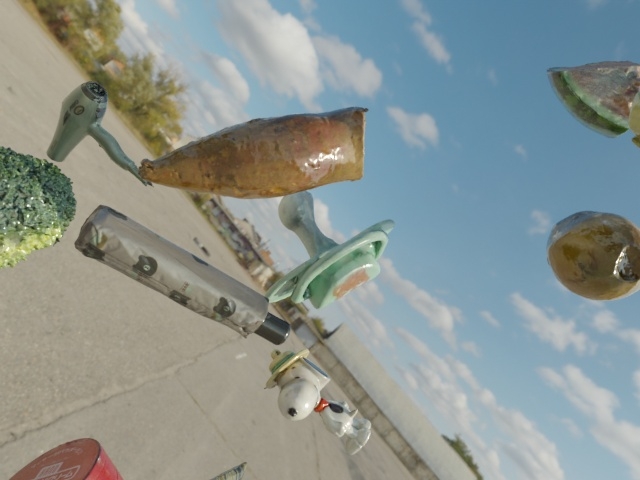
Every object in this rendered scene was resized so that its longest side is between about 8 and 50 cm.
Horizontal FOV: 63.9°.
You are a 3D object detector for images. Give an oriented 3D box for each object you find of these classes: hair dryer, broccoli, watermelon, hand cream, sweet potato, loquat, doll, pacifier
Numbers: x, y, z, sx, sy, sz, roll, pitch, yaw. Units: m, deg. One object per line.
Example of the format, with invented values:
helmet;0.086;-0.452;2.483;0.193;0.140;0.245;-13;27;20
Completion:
hair dryer;-0.533;-0.203;1.190;0.267;0.229;0.092;65;29;-9
broccoli;-0.722;-0.042;1.091;0.249;0.376;0.301;38;-55;50
watermelon;0.477;-0.274;0.934;0.146;0.128;0.231;17;27;8
hand cream;-0.406;0.422;0.805;0.125;0.193;0.193;70;-13;-17
sweet potato;-0.086;-0.117;0.742;0.131;0.337;0.131;166;-90;-70
loquat;0.561;0.029;1.050;0.179;0.179;0.227;53;2;-11
doll;-0.010;0.389;1.251;0.272;0.144;0.208;33;22;-25
pacifier;0.000;0.000;1.144;0.269;0.344;0.288;56;-26;8

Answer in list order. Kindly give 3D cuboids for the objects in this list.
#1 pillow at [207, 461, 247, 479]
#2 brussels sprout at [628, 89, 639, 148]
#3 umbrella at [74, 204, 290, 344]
pillow;-0.248;0.587;1.097;0.052;0.208;0.212;25;-3;20
brussels sprout;0.480;-0.149;0.623;0.181;0.161;0.144;3;-20;43
umbrella;-0.186;0.063;0.748;0.337;0.067;0.073;33;39;-22
